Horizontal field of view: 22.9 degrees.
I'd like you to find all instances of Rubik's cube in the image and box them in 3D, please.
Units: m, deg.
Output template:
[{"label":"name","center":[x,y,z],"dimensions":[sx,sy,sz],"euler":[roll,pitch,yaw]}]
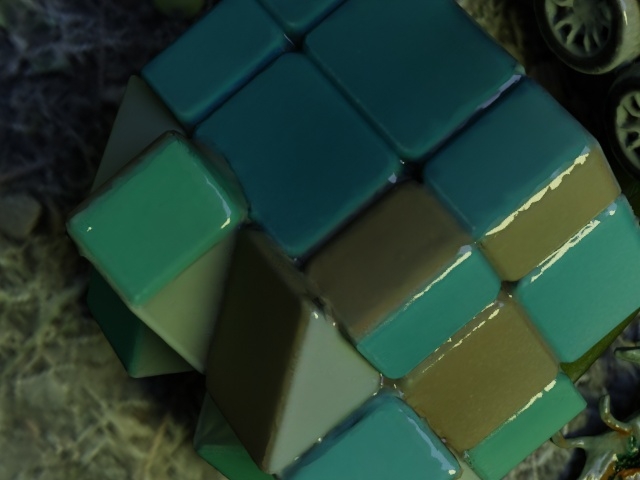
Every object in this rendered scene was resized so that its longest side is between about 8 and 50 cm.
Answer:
[{"label":"Rubik's cube","center":[0.000,0.000,0.689],"dimensions":[0.213,0.265,0.224],"euler":[-40,144,2]}]

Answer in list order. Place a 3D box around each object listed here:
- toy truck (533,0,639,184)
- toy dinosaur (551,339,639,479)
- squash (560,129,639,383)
[{"label":"toy truck","center":[0.199,-0.212,0.787],"dimensions":[0.173,0.207,0.387],"euler":[-27,85,-29]},{"label":"toy dinosaur","center":[0.203,0.108,0.904],"dimensions":[0.187,0.044,0.106],"euler":[-5,90,-28]},{"label":"squash","center":[0.118,0.030,0.840],"dimensions":[0.331,0.087,0.087],"euler":[-41,108,-25]}]
